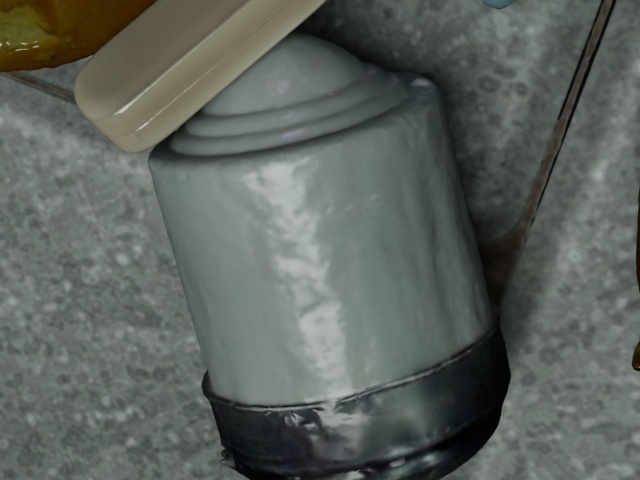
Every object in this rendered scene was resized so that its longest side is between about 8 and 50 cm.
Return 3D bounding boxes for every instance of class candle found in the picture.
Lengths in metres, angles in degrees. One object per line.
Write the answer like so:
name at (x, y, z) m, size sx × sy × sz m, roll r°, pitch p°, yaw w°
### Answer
candle at (0.000, 0.000, 1.202) m, size 0.221 × 0.221 × 0.342 m, roll -10°, pitch 107°, yaw 21°

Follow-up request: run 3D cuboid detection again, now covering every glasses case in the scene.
glasses case at (-0.075, -0.139, 1.141) m, size 0.196 × 0.083 × 0.050 m, roll -39°, pitch 127°, yaw 2°

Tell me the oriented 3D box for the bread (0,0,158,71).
bread at (-0.206, -0.251, 1.204) m, size 0.270 × 0.148 × 0.269 m, roll 5°, pitch 114°, yaw 12°

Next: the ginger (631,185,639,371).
ginger at (0.292, -0.016, 1.075) m, size 0.153 × 0.274 × 0.357 m, roll 14°, pitch 151°, yaw -4°

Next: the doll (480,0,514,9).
doll at (0.120, -0.212, 1.169) m, size 0.180 × 0.075 × 0.120 m, roll 5°, pitch 154°, yaw 37°
